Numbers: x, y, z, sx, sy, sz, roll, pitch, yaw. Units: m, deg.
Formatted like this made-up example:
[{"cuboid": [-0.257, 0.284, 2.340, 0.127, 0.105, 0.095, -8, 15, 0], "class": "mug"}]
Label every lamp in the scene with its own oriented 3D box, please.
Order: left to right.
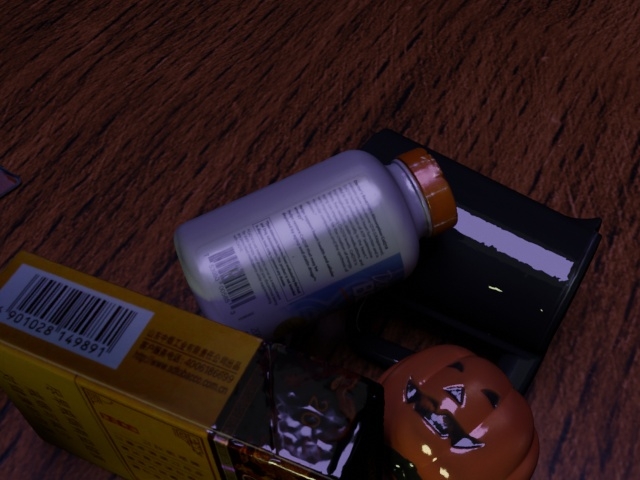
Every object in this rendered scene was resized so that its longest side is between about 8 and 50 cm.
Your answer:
[{"cuboid": [0.145, 0.200, 0.831, 0.164, 0.187, 0.188, -34, 57, -20], "class": "lamp"}]

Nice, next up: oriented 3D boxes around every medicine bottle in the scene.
[{"cuboid": [0.000, 0.000, 0.841, 0.289, 0.157, 0.157, -24, 53, -6], "class": "medicine bottle"}]

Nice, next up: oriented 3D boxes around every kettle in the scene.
[{"cuboid": [0.161, 0.027, 0.971, 0.308, 0.203, 0.262, 27, 54, 19], "class": "kettle"}]

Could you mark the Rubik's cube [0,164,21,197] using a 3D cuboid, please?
[{"cuboid": [-0.635, -0.087, 1.125, 0.233, 0.228, 0.228, -37, 96, 16], "class": "Rubik's cube"}]

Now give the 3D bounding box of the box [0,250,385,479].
[{"cuboid": [-0.138, 0.185, 0.809, 0.416, 0.264, 0.115, 17, 53, 18], "class": "box"}]

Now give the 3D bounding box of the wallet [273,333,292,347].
[{"cuboid": [-0.089, 0.080, 0.968, 0.170, 0.069, 0.230, -21, 45, 40], "class": "wallet"}]
